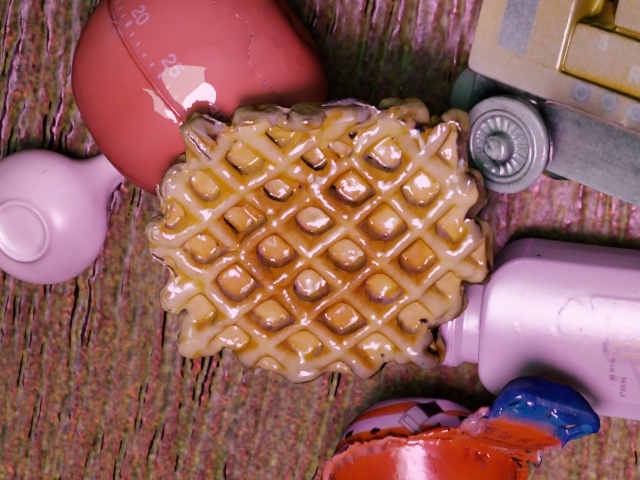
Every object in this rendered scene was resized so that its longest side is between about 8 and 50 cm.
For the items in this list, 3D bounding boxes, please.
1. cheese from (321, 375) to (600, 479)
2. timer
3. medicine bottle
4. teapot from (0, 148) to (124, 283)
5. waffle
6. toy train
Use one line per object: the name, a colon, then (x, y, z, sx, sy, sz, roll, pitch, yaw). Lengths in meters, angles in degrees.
cheese: (0.131, 0.215, 1.606, 0.217, 0.129, 0.329, 17, 147, -29)
timer: (-0.111, -0.156, 1.549, 0.215, 0.229, 0.230, -32, 96, 16)
medicine bottle: (0.241, 0.083, 1.587, 0.296, 0.111, 0.161, 5, 114, 13)
teapot: (-0.303, -0.019, 1.721, 0.226, 0.092, 0.145, -28, 96, 24)
waffle: (0.000, 0.000, 1.495, 0.317, 0.073, 0.297, 2, 118, -1)
toy train: (0.292, -0.127, 1.441, 0.397, 0.160, 0.253, 26, 113, 32)
